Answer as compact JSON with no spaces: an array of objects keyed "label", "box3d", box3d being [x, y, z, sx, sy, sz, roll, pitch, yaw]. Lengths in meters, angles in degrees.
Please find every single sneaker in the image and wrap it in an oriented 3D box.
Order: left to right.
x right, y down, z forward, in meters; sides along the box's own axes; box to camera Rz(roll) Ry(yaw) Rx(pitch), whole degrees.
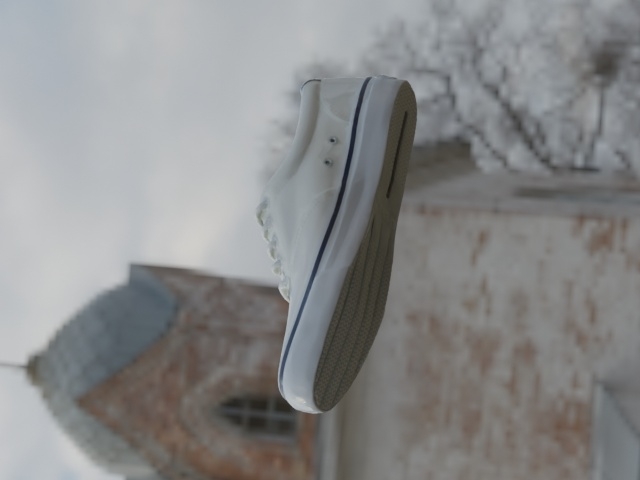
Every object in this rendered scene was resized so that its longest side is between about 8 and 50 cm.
[{"label":"sneaker","box3d":[0.000,0.000,1.404,0.094,0.091,0.258,58,-138,-57]}]
